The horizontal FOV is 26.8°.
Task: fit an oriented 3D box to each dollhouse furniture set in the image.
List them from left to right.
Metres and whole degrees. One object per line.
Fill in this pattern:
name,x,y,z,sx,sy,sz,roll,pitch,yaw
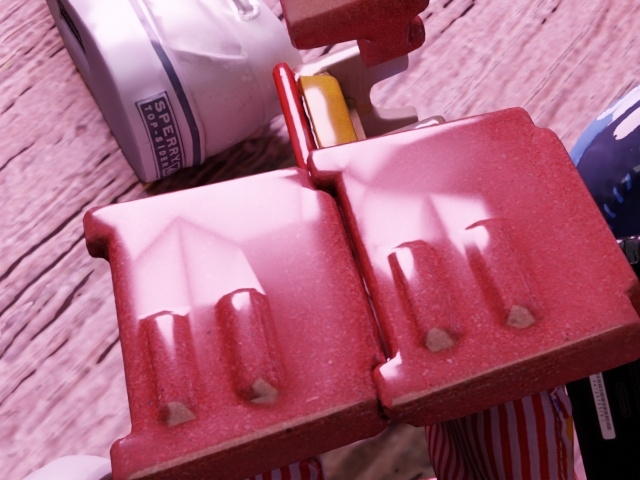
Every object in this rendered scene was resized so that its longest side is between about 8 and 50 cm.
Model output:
dollhouse furniture set,0.000,0.000,0.547,0.152,0.201,0.374,-14,40,-2

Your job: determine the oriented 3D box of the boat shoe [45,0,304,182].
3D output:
boat shoe,-0.099,-0.190,0.840,0.156,0.136,0.367,-21,44,-12

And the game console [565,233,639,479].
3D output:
game console,0.157,0.049,0.532,0.107,0.122,0.071,-11,6,27

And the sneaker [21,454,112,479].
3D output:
sneaker,-0.174,0.177,0.453,0.123,0.106,0.290,15,48,24

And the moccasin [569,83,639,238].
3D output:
moccasin,0.281,-0.037,0.580,0.341,0.138,0.117,-13,45,-2
